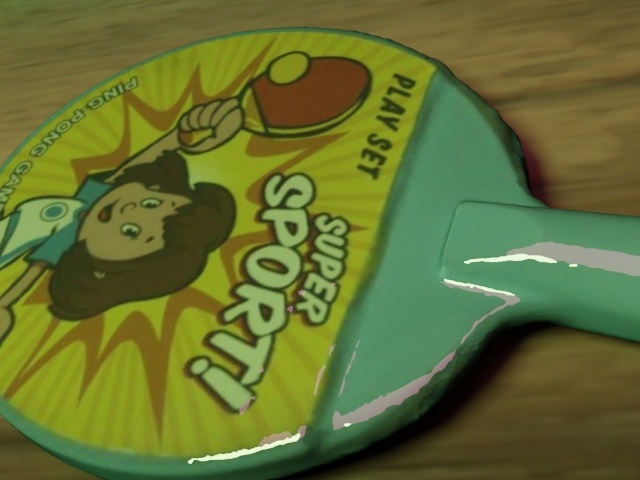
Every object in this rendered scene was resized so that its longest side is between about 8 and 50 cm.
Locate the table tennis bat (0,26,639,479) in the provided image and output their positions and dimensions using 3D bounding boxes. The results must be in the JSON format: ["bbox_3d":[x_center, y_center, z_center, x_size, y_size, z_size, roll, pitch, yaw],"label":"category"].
[{"bbox_3d":[0.000,0.000,0.380,0.328,0.044,0.215,7,56,24],"label":"table tennis bat"}]
